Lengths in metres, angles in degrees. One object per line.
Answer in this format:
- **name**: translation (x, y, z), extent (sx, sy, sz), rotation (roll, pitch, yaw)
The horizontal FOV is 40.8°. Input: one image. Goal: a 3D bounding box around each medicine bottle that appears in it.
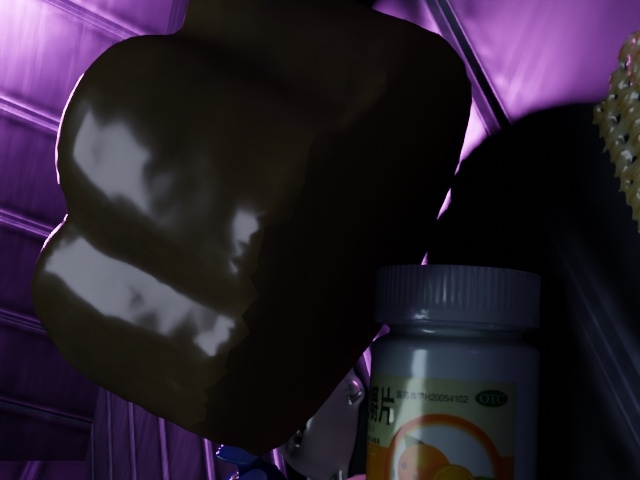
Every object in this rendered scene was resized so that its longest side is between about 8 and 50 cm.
- **medicine bottle**: translation (0.121, 0.187, 0.793), extent (0.158, 0.158, 0.318), rotation (166, 107, -67)

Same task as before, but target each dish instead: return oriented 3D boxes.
- **dish**: translation (-0.020, 0.243, 1.228), extent (0.228, 0.086, 0.236), rotation (153, 120, -65)

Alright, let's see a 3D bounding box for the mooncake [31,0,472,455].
- **mooncake**: translation (-0.051, -0.028, 0.873), extent (0.262, 0.467, 0.467), rotation (28, 118, 22)

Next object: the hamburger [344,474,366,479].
- **hamburger**: translation (0.056, 0.351, 0.898), extent (0.116, 0.173, 0.210), rotation (20, 91, 56)

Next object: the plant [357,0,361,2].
- **plant**: translation (0.007, -0.375, 1.252), extent (0.142, 0.131, 0.203), rotation (142, 139, -60)

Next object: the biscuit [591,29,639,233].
- **biscuit**: translation (0.273, -0.092, 0.670), extent (0.144, 0.016, 0.203), rotation (124, 144, -49)

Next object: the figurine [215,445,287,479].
- **figurine**: translation (-0.106, 0.435, 1.379), extent (0.262, 0.121, 0.164), rotation (95, 173, -52)

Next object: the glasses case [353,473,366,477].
- **glasses case**: translation (0.063, 0.384, 1.047), extent (0.078, 0.039, 0.184), rotation (-179, 95, -68)
